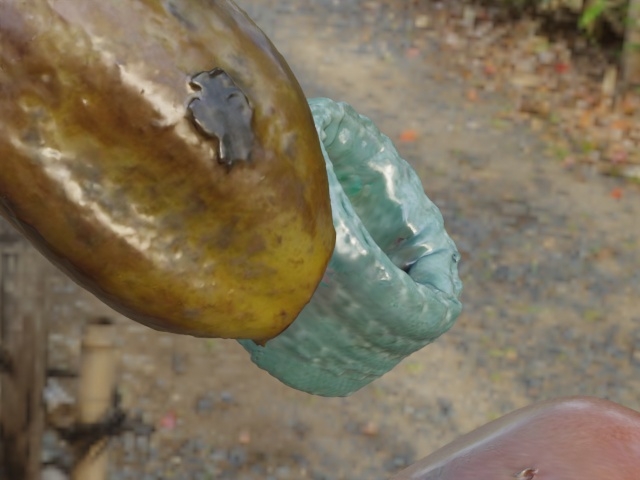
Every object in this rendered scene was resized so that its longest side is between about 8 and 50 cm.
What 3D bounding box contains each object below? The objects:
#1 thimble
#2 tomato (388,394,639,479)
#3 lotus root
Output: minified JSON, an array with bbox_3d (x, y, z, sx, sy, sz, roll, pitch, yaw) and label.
[{"bbox_3d":[0.000,0.000,1.224,0.143,0.235,0.198,-35,10,24],"label":"thimble"},{"bbox_3d":[0.195,0.267,1.257,0.341,0.272,0.341,-23,26,12],"label":"tomato"},{"bbox_3d":[-0.104,-0.068,0.865,0.291,0.193,0.193,49,22,-7],"label":"lotus root"}]
